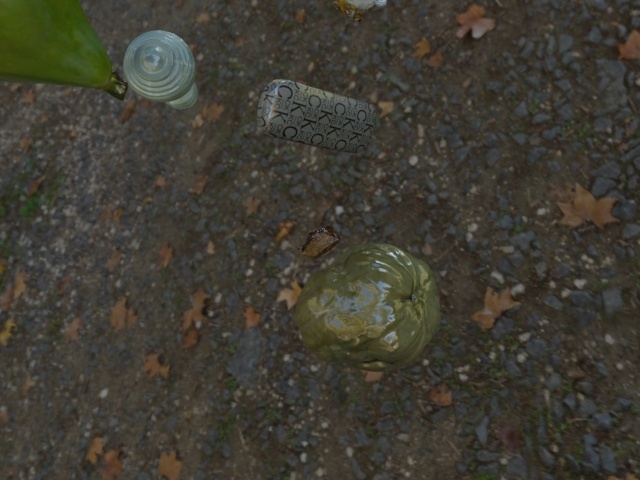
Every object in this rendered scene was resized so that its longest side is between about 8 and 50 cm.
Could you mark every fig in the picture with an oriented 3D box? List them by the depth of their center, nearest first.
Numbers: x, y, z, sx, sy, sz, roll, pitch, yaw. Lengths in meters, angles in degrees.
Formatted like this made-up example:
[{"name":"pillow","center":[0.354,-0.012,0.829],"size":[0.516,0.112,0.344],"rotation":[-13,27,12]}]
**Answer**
[{"name":"fig","center":[-0.368,-0.295,0.701],"size":[0.233,0.314,0.232],"rotation":[-174,90,-71]}]

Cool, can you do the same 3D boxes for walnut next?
[{"name":"walnut","center":[0.104,0.143,1.329],"size":[0.277,0.253,0.282],"rotation":[-27,9,34]}]

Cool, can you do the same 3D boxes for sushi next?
[{"name":"sushi","center":[0.000,0.000,1.097],"size":[0.099,0.050,0.047],"rotation":[-38,85,34]}]

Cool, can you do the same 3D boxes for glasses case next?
[{"name":"glasses case","center":[-0.001,-0.291,1.507],"size":[0.085,0.355,0.137],"rotation":[26,107,44]}]

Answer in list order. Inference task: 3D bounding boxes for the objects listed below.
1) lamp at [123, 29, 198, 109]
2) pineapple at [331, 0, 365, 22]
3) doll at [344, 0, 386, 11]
[{"name":"lamp","center":[-0.244,-0.259,0.996],"size":[0.193,0.106,0.106],"rotation":[125,169,-87]},{"name":"pineapple","center":[0.053,-0.587,1.389],"size":[0.334,0.161,0.158],"rotation":[-93,22,-51]},{"name":"doll","center":[0.006,-0.397,0.943],"size":[0.227,0.114,0.057],"rotation":[39,142,28]}]
